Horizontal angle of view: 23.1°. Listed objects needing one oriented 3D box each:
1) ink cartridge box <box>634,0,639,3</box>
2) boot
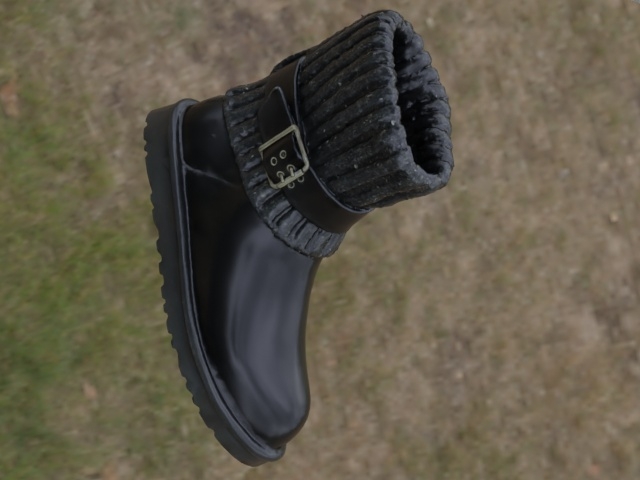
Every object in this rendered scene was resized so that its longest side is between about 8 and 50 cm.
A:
[{"bbox_3d":[0.097,-0.242,0.453,0.211,0.121,0.289,33,88,-45],"label":"ink cartridge box"},{"bbox_3d":[-0.002,-0.001,1.320,0.131,0.260,0.348,6,69,-65],"label":"boot"}]
